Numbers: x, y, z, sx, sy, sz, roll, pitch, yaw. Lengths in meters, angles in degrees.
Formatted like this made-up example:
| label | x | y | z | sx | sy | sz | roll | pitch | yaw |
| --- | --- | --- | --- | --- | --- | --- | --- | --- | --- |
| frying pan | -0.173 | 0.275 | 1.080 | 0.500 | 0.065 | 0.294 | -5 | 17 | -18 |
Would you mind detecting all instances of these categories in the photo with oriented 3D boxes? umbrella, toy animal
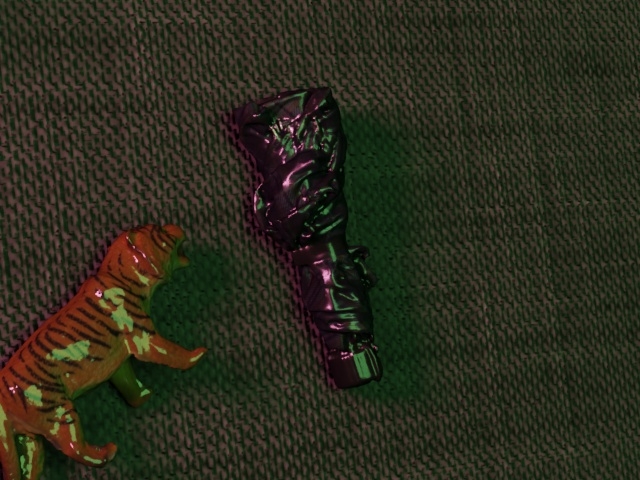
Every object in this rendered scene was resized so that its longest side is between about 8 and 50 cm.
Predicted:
| label | x | y | z | sx | sy | sz | roll | pitch | yaw |
| --- | --- | --- | --- | --- | --- | --- | --- | --- | --- |
| umbrella | -0.002 | 0.001 | 1.369 | 0.080 | 0.071 | 0.224 | -16 | 97 | -7 |
| toy animal | -0.157 | 0.088 | 1.259 | 0.099 | 0.057 | 0.241 | 49 | 61 | -11 |
